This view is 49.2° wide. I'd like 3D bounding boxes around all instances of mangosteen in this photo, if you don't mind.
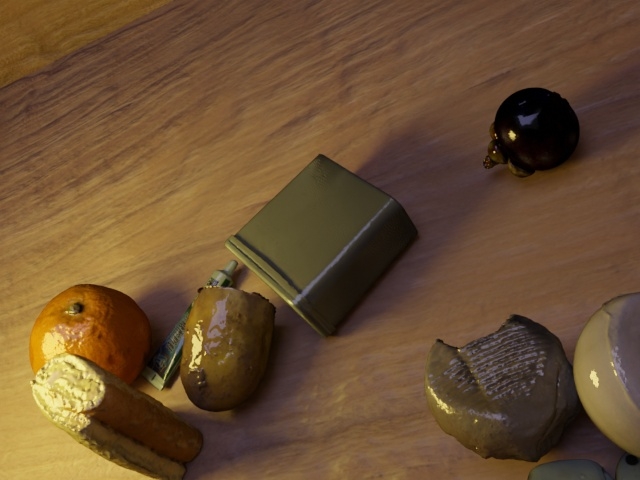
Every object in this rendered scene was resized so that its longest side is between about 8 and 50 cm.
[{"bbox_3d":[0.471,-0.234,1.590,0.230,0.194,0.194,-49,39,35],"label":"mangosteen"}]

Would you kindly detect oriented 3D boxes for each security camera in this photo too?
[{"bbox_3d":[0.502,0.428,1.166,0.301,0.080,0.157,-13,37,11],"label":"security camera"}]

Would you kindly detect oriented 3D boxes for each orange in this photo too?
[{"bbox_3d":[-0.600,0.265,1.826,0.312,0.312,0.312,-17,52,22],"label":"orange"}]

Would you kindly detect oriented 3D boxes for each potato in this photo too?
[{"bbox_3d":[-0.228,0.271,1.656,0.229,0.229,0.266,-5,61,30],"label":"potato"}]

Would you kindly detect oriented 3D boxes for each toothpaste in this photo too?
[{"bbox_3d":[-0.338,0.213,1.855,0.098,0.061,0.392,26,77,39],"label":"toothpaste"}]

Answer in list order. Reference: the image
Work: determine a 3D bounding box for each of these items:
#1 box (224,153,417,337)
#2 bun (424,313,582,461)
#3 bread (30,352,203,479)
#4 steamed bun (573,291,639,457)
[{"bbox_3d":[0.000,0.000,1.719,0.344,0.177,0.352,-46,46,-8],"label":"box"},{"bbox_3d":[0.341,0.286,1.282,0.281,0.205,0.281,-21,36,16],"label":"bun"},{"bbox_3d":[-0.462,0.406,1.586,0.236,0.375,0.165,19,68,36],"label":"bread"},{"bbox_3d":[0.546,0.234,1.170,0.283,0.177,0.283,9,58,-15],"label":"steamed bun"}]
